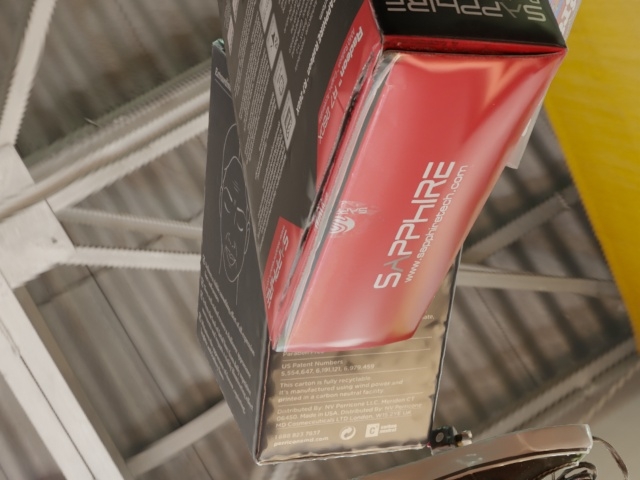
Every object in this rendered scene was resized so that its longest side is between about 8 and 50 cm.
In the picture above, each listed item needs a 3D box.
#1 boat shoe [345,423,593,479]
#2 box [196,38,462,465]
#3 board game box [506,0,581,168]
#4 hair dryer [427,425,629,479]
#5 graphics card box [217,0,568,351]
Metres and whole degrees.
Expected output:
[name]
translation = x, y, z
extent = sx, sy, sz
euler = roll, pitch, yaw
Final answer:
[boat shoe]
translation = 0.110, 0.193, 0.851
extent = 0.219, 0.078, 0.070
euler = -14, -106, -13
[box]
translation = 0.000, 0.000, 1.269
extent = 0.212, 0.293, 0.395
euler = -3, -64, -19
[board game box]
translation = 0.232, -0.219, 1.210
extent = 0.027, 0.145, 0.281
euler = 22, -83, 24
[hair dryer]
translation = 0.242, 0.340, 1.263
extent = 0.080, 0.224, 0.293
euler = -49, -50, -44
[graphics card box]
translation = 0.009, -0.154, 0.636
extent = 0.094, 0.370, 0.232
euler = -1, -37, -16
